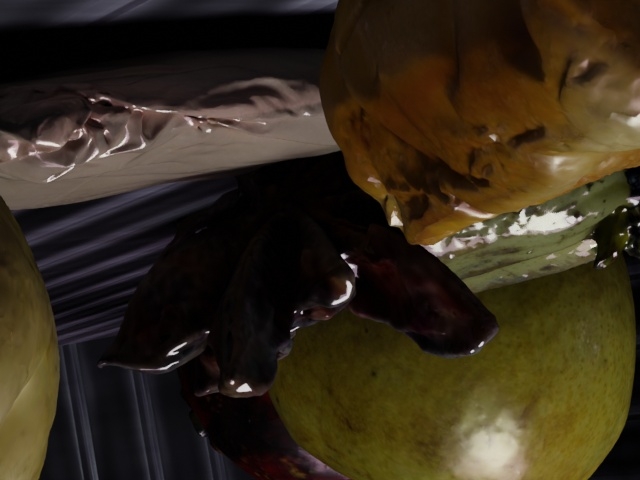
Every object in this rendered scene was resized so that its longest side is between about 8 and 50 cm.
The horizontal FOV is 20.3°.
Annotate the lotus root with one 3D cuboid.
[{"bbox_3d":[0.081,-0.034,1.165,0.309,0.173,0.173,-18,174,19],"label":"lotus root"}]

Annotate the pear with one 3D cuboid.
[{"bbox_3d":[0.106,0.051,1.384,0.304,0.303,0.304,-13,175,-1],"label":"pear"}]

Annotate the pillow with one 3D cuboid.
[{"bbox_3d":[-0.096,-0.058,0.907,0.270,0.067,0.173,-9,179,-41],"label":"pillow"}]

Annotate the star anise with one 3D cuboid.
[{"bbox_3d":[-0.003,-0.001,1.013,0.212,0.129,0.282,-22,-145,30],"label":"star anise"}]

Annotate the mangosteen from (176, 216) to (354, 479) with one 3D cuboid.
[{"bbox_3d":[0.016,0.092,1.649,0.311,0.311,0.311,-13,175,-1],"label":"mangosteen"}]

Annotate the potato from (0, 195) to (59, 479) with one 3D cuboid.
[{"bbox_3d":[-0.228,0.029,0.729,0.242,0.285,0.242,-51,180,0],"label":"potato"}]

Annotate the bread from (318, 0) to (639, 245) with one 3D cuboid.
[{"bbox_3d":[0.107,-0.087,0.745,0.167,0.132,0.294,-13,174,-17],"label":"bread"}]
